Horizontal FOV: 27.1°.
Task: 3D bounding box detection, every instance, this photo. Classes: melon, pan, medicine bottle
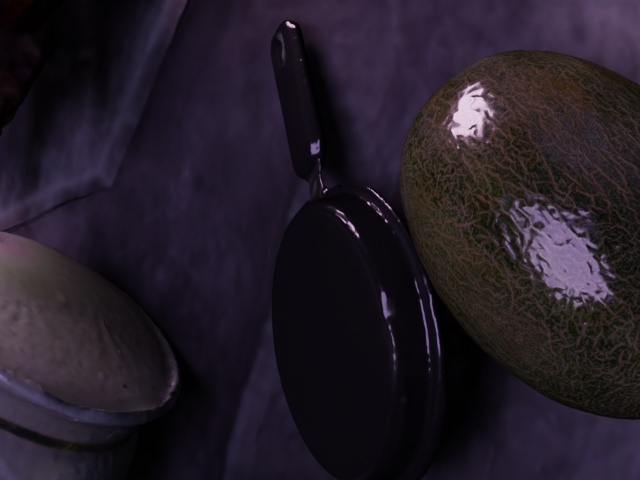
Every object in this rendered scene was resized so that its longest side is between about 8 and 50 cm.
[{"bbox_3d":[0.099,0.000,0.497,0.167,0.114,0.114,47,114,27],"label":"melon"},{"bbox_3d":[0.000,0.000,0.599,0.136,0.028,0.235,125,136,-54],"label":"pan"},{"bbox_3d":[-0.161,0.087,0.664,0.147,0.147,0.143,45,112,29],"label":"medicine bottle"}]

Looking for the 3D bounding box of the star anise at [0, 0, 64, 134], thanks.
[{"bbox_3d":[-0.167,-0.153,0.723,0.272,0.102,0.272,-17,71,63],"label":"star anise"}]
